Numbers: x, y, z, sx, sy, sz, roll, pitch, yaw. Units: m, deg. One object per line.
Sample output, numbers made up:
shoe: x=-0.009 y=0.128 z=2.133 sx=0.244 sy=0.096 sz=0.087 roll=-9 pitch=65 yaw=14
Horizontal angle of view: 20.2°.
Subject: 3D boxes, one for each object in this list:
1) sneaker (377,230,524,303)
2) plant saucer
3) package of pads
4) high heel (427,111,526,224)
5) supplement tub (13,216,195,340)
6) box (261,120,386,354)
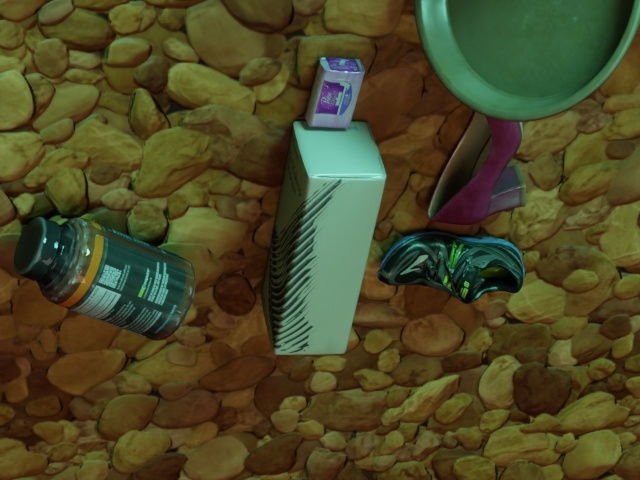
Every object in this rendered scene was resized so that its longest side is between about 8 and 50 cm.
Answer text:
sneaker: x=0.162 y=0.035 z=2.181 sx=0.188 sy=0.078 sz=0.067 roll=2 pitch=130 yaw=-16
plant saucer: x=0.216 y=-0.258 z=1.827 sx=0.041 sy=0.278 sz=0.278 roll=2 pitch=135 yaw=-51
package of pads: x=0.015 y=-0.163 z=1.998 sx=0.050 sy=0.032 sz=0.083 roll=1 pitch=130 yaw=-18
high heel: x=0.169 y=-0.115 z=2.059 sx=0.117 sy=0.082 sz=0.244 roll=-13 pitch=140 yaw=-1
supplement tub: x=-0.248 y=0.038 z=2.055 sx=0.198 sy=0.106 sz=0.106 roll=24 pitch=121 yaw=-30
box: x=0.000 y=0.000 z=2.086 sx=0.094 sy=0.113 sz=0.275 roll=0 pitch=129 yaw=-14
